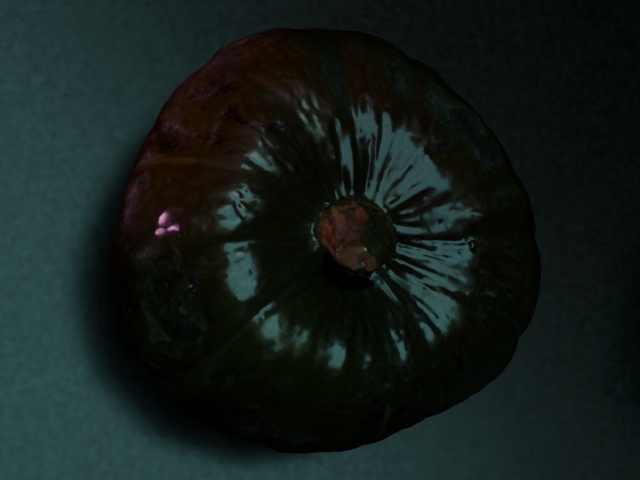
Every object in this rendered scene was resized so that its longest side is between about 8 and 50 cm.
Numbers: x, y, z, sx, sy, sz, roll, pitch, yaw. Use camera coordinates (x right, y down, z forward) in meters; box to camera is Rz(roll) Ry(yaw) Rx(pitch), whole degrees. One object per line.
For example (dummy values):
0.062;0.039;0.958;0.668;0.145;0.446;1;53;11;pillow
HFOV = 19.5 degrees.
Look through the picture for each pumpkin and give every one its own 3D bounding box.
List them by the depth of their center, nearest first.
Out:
0.000;0.000;0.922;0.219;0.162;0.219;1;85;-16;pumpkin
